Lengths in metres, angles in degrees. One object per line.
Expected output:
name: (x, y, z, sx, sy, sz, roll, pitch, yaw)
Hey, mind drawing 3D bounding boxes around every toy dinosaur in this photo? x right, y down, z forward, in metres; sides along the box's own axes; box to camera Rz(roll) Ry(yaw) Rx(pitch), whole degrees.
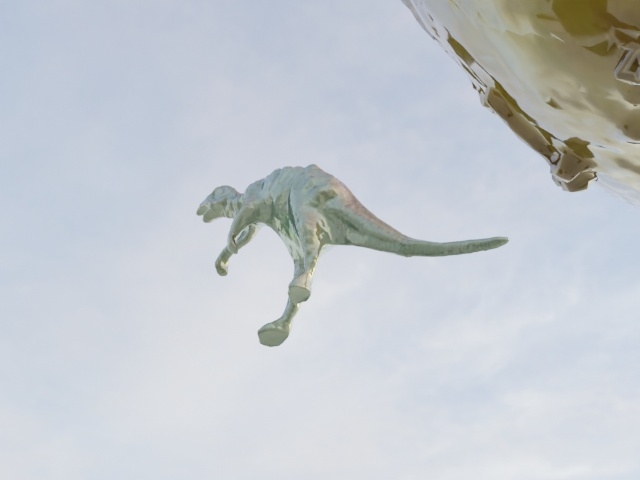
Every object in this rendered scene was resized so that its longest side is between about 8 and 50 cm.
toy dinosaur: (0.000, 0.000, 1.092, 0.393, 0.205, 0.092, -10, -39, 33)

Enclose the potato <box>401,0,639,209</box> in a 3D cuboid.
potato: (0.251, -0.158, 0.371, 0.442, 0.319, 0.385, -19, -65, -9)
